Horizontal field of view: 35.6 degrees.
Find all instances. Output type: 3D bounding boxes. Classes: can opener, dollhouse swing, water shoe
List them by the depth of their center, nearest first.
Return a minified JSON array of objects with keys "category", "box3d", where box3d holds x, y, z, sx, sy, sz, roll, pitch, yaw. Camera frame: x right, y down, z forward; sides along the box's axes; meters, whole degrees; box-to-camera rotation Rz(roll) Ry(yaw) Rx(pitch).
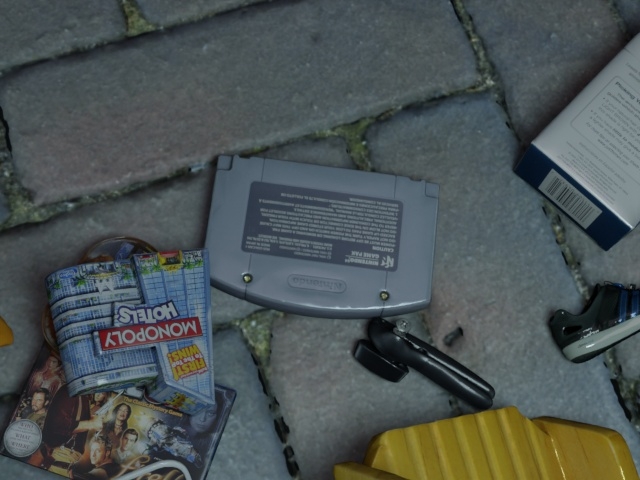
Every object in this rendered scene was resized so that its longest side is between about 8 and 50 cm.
[{"category":"dollhouse swing","box3d":[0.261,0.302,1.010,0.347,0.305,0.315,-3,70,-36]},{"category":"can opener","box3d":[0.137,0.155,1.255,0.186,0.073,0.059,25,33,1]},{"category":"water shoe","box3d":[0.391,0.081,1.281,0.203,0.073,0.080,-26,73,-12]}]

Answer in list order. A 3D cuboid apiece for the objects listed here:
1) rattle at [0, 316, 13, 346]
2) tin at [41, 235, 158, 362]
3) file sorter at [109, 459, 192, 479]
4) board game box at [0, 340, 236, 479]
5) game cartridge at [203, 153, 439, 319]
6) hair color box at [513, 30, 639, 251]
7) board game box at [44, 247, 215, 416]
[{"category":"rattle","box3d":[-0.509,0.119,1.228,0.200,0.143,0.130,-40,46,0]},{"category":"tin","box3d":[-0.264,0.076,1.228,0.106,0.040,0.189,23,52,10]},{"category":"file sorter","box3d":[-0.173,0.385,1.013,0.193,0.173,0.277,-20,30,-13]},{"category":"board game box","box3d":[-0.243,0.220,1.206,0.243,0.042,0.165,18,71,2]},{"category":"game cartridge","box3d":[0.000,0.000,1.291,0.297,0.062,0.198,8,76,-2]},{"category":"hair color box","box3d":[0.444,-0.169,1.349,0.174,0.105,0.347,43,75,9]},{"category":"board game box","box3d":[-0.203,0.115,1.165,0.194,0.060,0.194,-6,70,-35]}]
